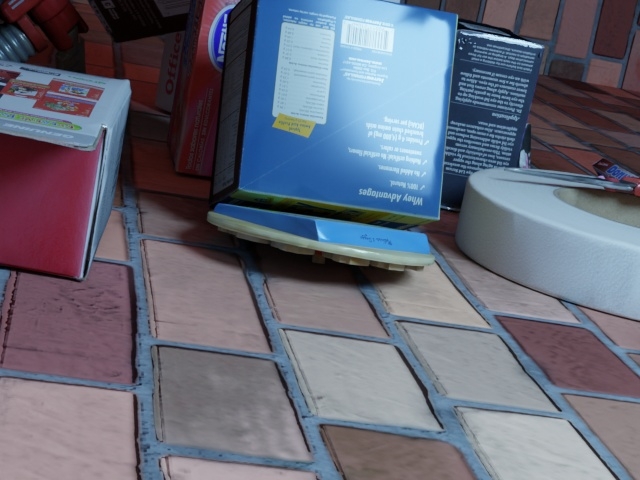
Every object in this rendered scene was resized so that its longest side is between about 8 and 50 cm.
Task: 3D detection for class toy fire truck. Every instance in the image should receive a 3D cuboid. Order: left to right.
[{"bbox_3d":[-0.379,-0.237,1.749,0.246,0.217,0.158,54,-10,-31],"label":"toy fire truck"}]

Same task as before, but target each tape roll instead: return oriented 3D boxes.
[{"bbox_3d":[0.334,0.006,1.474,0.392,0.072,0.392,10,13,-2],"label":"tape roll"}]

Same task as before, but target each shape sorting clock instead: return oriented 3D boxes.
[{"bbox_3d":[0.000,0.000,1.279,0.206,0.040,0.206,9,1,0],"label":"shape sorting clock"}]

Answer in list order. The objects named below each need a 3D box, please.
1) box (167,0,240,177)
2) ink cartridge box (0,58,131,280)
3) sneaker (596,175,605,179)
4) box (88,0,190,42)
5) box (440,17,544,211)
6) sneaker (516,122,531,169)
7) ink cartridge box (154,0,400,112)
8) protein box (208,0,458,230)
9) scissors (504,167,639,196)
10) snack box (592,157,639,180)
[{"bbox_3d":[-0.074,-0.222,1.589,0.142,0.300,0.154,8,14,-12],"label":"box"},{"bbox_3d":[-0.319,-0.070,1.117,0.309,0.130,0.272,10,15,-5],"label":"ink cartridge box"},{"bbox_3d":[0.345,-0.053,1.810,0.057,0.047,0.119,-2,9,-6],"label":"sneaker"},{"bbox_3d":[-0.189,-0.375,1.748,0.167,0.168,0.203,-7,44,23],"label":"box"},{"bbox_3d":[0.171,-0.148,1.686,0.108,0.207,0.153,9,14,-10],"label":"box"},{"bbox_3d":[0.245,-0.128,1.981,0.077,0.072,0.178,4,5,19],"label":"sneaker"},{"bbox_3d":[-0.065,-0.242,1.852,0.129,0.223,0.307,-2,18,-42],"label":"ink cartridge box"},{"bbox_3d":[0.010,-0.123,1.387,0.200,0.201,0.136,8,-7,-15],"label":"protein box"},{"bbox_3d":[0.325,-0.060,1.553,0.297,0.021,0.109,8,15,-11],"label":"scissors"},{"bbox_3d":[0.397,-0.057,1.816,0.022,0.064,0.178,-35,19,0],"label":"snack box"}]
